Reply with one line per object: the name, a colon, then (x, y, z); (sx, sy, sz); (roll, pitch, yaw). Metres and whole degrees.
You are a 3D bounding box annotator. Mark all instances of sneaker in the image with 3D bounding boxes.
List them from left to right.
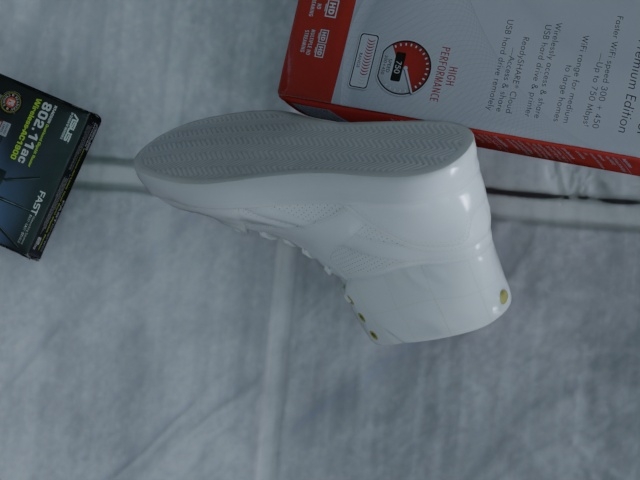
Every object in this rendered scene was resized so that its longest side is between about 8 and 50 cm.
sneaker: (0.000, 0.000, 1.377); (0.292, 0.169, 0.108); (7, 40, 38)

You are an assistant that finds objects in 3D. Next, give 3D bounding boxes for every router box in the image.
router box: (-0.234, -0.058, 1.453); (0.092, 0.038, 0.122); (23, 88, 9)
router box: (0.154, -0.232, 1.368); (0.301, 0.082, 0.335); (11, 85, 18)
